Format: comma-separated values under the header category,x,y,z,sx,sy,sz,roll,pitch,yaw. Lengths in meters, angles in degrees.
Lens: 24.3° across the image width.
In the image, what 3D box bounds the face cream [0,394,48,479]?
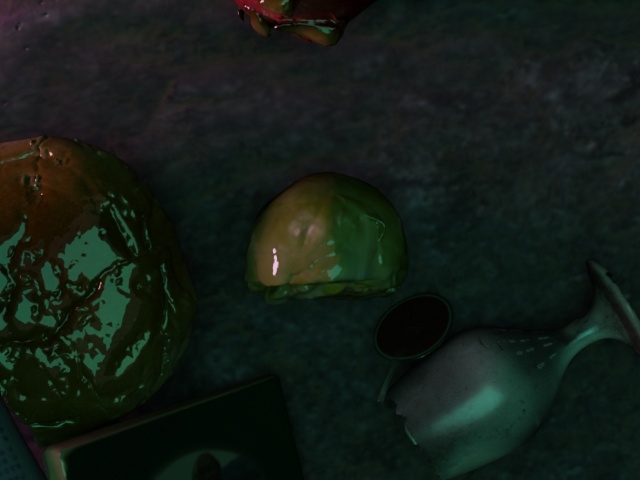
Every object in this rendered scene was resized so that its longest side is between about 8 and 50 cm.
category,x,y,z,sx,sy,sz,roll,pitch,yaw
face cream,-0.378,0.128,1.346,0.137,0.235,0.420,-36,78,28

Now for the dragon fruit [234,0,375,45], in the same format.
category,x,y,z,sx,sy,sz,roll,pitch,yaw
dragon fruit,0.007,-0.248,1.361,0.207,0.150,0.133,2,141,-24

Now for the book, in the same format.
category,x,y,z,sx,sy,sz,roll,pitch,yaw
book,-0.099,0.335,1.376,0.260,0.043,0.371,-14,91,-40

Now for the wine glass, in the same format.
category,x,y,z,sx,sy,sz,roll,pitch,yaw
wine glass,0.188,0.124,1.403,0.241,0.126,0.126,-31,95,0

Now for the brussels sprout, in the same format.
category,x,y,z,sx,sy,sz,roll,pitch,yaw
brussels sprout,0.002,-0.004,1.381,0.151,0.149,0.122,-3,79,-16

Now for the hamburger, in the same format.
category,x,y,z,sx,sy,sz,roll,pitch,yaw
hamburger,-0.227,0.039,1.389,0.211,0.132,0.309,-22,94,4

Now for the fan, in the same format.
category,x,y,z,sx,sy,sz,roll,pitch,yaw
fan,0.079,0.101,1.410,0.085,0.133,0.005,0,138,37
